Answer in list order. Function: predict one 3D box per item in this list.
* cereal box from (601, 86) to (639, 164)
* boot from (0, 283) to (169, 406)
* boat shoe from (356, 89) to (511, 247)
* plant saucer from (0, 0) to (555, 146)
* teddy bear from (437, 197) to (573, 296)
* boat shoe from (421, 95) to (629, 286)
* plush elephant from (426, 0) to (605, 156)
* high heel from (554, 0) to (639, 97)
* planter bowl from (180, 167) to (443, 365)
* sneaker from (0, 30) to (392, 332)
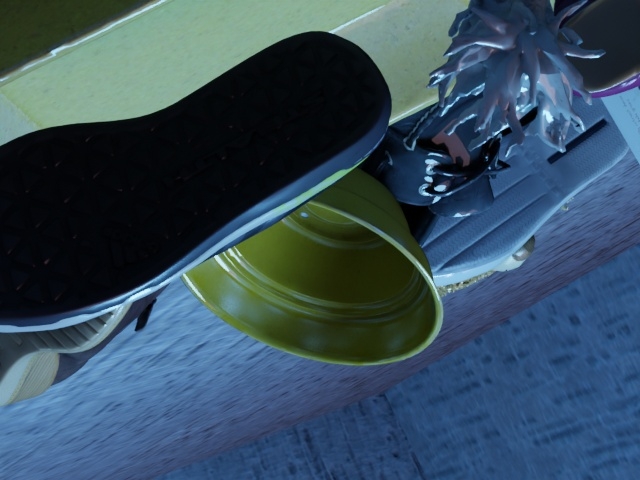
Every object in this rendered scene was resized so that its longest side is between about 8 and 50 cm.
[{"bbox_3d":[0.332,-0.138,1.153,0.047,0.173,0.240,-21,166,-27],"label":"cereal box"},{"bbox_3d":[-0.172,0.032,1.092,0.248,0.090,0.207,-41,177,35],"label":"boot"},{"bbox_3d":[0.093,-0.064,1.096,0.127,0.113,0.340,-20,167,-30],"label":"boat shoe"},{"bbox_3d":[-0.041,-0.107,0.695,0.333,0.081,0.333,-27,168,0],"label":"plant saucer"},{"bbox_3d":[0.186,0.003,1.614,0.245,0.113,0.338,-24,169,-23],"label":"teddy bear"},{"bbox_3d":[0.167,-0.034,1.349,0.335,0.121,0.119,-26,168,-26],"label":"boat shoe"},{"bbox_3d":[0.218,-0.127,0.484,0.330,0.255,0.272,-61,158,8],"label":"plush elephant"},{"bbox_3d":[0.323,-0.217,0.969,0.377,0.127,0.181,-23,-172,11],"label":"high heel"},{"bbox_3d":[0.000,0.000,1.063,0.217,0.217,0.090,-43,-158,54],"label":"planter bowl"},{"bbox_3d":[-0.069,-0.016,0.627,0.235,0.084,0.097,-23,169,-18],"label":"sneaker"}]
